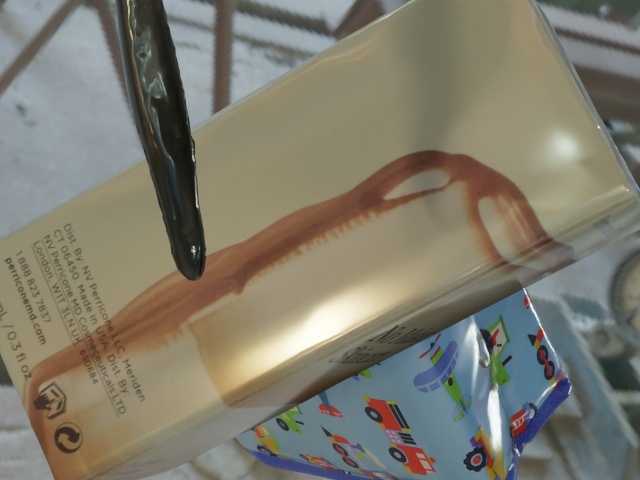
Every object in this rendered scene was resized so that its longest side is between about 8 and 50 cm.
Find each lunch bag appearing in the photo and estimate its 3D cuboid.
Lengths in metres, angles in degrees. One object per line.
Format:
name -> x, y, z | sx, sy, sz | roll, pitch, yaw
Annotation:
lunch bag -> -0.011, 0.063, 0.958 | 0.138, 0.293, 0.221 | -50, 123, -41

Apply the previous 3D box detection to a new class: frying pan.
frying pan -> -0.061, -0.166, 0.372 | 0.053, 0.197, 0.326 | -15, 78, -4

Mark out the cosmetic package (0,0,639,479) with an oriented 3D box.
cosmetic package -> 0.000, 0.000, 0.676 | 0.129, 0.296, 0.153 | 64, 15, 12
